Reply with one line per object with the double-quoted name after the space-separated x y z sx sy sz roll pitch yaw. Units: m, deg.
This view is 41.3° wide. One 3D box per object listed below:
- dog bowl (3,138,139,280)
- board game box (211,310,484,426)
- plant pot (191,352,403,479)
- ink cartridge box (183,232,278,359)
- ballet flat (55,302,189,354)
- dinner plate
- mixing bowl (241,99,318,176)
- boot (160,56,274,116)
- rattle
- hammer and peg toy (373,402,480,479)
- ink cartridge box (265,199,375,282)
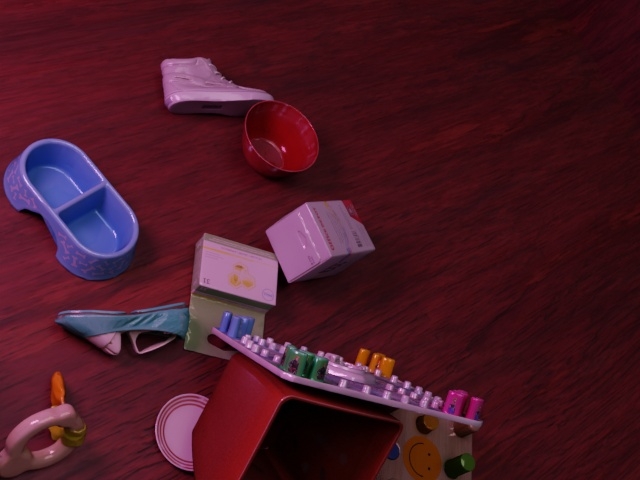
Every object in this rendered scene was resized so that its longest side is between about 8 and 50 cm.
-0.458 -0.065 1.591 0.297 0.074 0.166 51 49 1 "dog bowl"
0.041 0.225 1.537 0.390 0.390 0.050 19 87 -25 "board game box"
-0.071 0.341 1.454 0.267 0.267 0.236 22 10 -36 "plant pot"
-0.174 0.117 1.685 0.171 0.056 0.235 18 54 -24 "ink cartridge box"
-0.349 0.163 1.531 0.247 0.083 0.087 -2 80 -31 "ballet flat"
-0.233 0.348 1.538 0.141 0.017 0.141 16 56 -25 "dinner plate"
-0.106 -0.209 1.882 0.181 0.098 0.181 16 57 -26 "mixing bowl"
-0.227 -0.349 1.884 0.258 0.095 0.123 -2 73 -33 "boot"
-0.491 0.306 1.365 0.199 0.130 0.143 -30 70 -14 "rattle"
0.184 0.481 1.658 0.266 0.127 0.361 23 54 -20 "hammer and peg toy"
0.000 0.000 1.783 0.176 0.127 0.128 -6 67 -56 "ink cartridge box"
